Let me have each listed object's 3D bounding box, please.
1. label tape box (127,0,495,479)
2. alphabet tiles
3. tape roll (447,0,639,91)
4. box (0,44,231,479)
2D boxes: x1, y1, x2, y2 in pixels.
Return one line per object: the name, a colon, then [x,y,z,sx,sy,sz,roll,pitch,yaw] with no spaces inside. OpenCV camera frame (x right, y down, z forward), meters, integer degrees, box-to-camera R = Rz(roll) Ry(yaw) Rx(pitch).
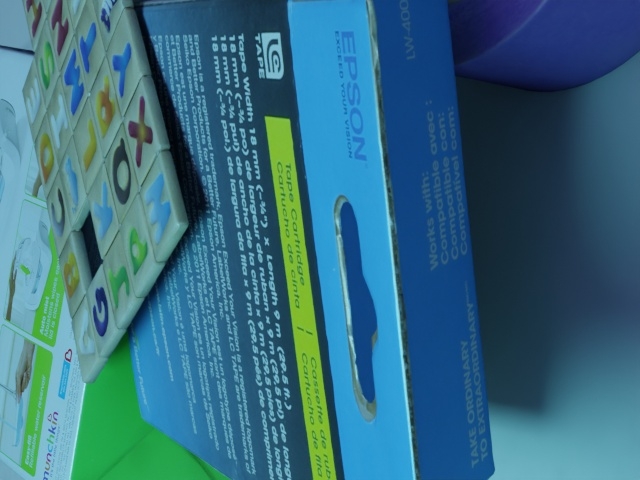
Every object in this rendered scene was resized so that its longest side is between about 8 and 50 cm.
label tape box: [0.000,0.000,0.649,0.334,0.106,0.240,16,116,62]
alphabet tiles: [-0.127,-0.068,0.746,0.198,0.009,0.237,-52,49,55]
tape roll: [0.092,-0.170,0.664,0.189,0.080,0.189,-9,78,50]
box: [-0.150,0.016,0.911,0.231,0.127,0.262,18,100,52]
